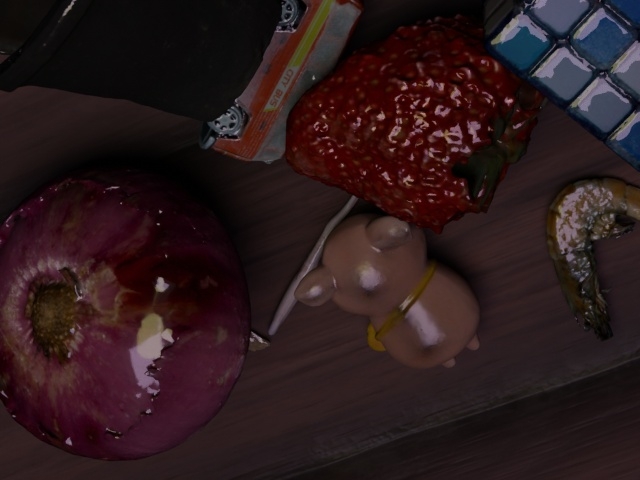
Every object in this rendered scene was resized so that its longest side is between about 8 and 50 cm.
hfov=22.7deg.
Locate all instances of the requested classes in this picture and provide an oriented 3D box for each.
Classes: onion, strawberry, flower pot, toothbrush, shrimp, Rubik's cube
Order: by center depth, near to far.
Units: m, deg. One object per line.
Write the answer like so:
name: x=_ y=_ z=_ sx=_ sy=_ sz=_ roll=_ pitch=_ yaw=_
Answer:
Rubik's cube: x=0.364 y=-0.270 z=1.701 sx=0.287 sy=0.293 sz=0.292 roll=37 pitch=112 yaw=-13
flower pot: x=-0.188 y=-0.283 z=1.735 sx=0.251 sy=0.379 sz=0.379 roll=27 pitch=117 yaw=-26
strawberry: x=0.116 y=-0.141 z=1.824 sx=0.257 sy=0.261 sz=0.261 roll=29 pitch=119 yaw=19
onion: x=-0.245 y=0.083 z=1.950 sx=0.358 sy=0.345 sz=0.358 roll=2 pitch=100 yaw=10
shrimp: x=0.363 y=0.021 z=1.986 sx=0.150 sy=0.051 sz=0.217 roll=-14 pitch=111 yaw=4
toothbrush: x=0.000 y=0.000 z=2.018 sx=0.029 sy=0.025 sz=0.307 roll=30 pitch=115 yaw=-1

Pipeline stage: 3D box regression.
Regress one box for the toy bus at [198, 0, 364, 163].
toy bus: x=-0.048 y=-0.209 z=1.868 sx=0.120 sy=0.121 sz=0.265 roll=21 pitch=117 yaw=-16

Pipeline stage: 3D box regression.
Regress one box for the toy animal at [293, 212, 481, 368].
toy animal: x=0.100 y=0.068 z=1.984 sx=0.165 sy=0.149 sz=0.248 roll=-45 pitch=118 yaw=9
